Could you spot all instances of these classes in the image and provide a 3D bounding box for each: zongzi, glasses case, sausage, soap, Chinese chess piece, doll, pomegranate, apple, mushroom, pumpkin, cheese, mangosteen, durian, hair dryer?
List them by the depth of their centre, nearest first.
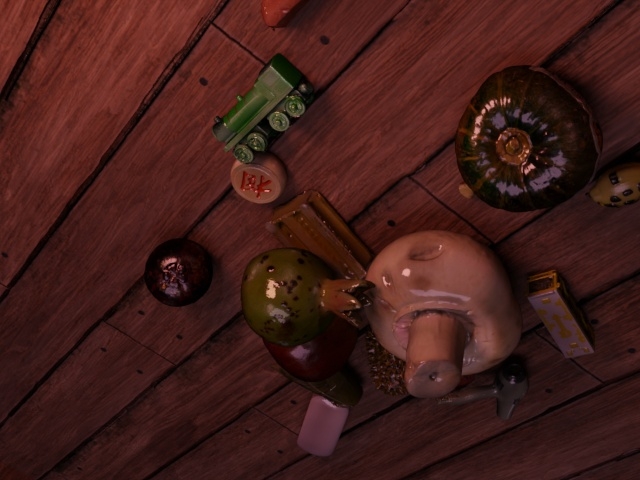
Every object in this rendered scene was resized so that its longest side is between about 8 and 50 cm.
[{"bbox_3d":[-0.048,-0.432,1.435,0.065,0.065,0.169,40,132,-20],"label":"sausage"},{"bbox_3d":[0.364,-0.176,1.462,0.260,0.189,0.260,5,105,20],"label":"pumpkin"},{"bbox_3d":[0.626,-0.133,1.480,0.291,0.086,0.117,-26,160,33],"label":"doll"},{"bbox_3d":[0.306,-0.117,1.637,0.044,0.030,0.083,42,139,7],"label":"cheese"},{"bbox_3d":[0.273,0.151,1.733,0.325,0.353,0.353,-5,139,-20],"label":"mushroom"},{"bbox_3d":[-0.029,0.127,1.743,0.286,0.231,0.231,10,134,8],"label":"pomegranate"},{"bbox_3d":[-0.132,-0.136,1.747,0.122,0.051,0.122,9,134,9],"label":"Chinese chess piece"},{"bbox_3d":[-0.001,0.001,1.817,0.135,0.076,0.233,-25,119,36],"label":"soap"},{"bbox_3d":[-0.020,0.222,1.944,0.234,0.234,0.234,9,134,10],"label":"apple"},{"bbox_3d":[-0.333,0.076,1.954,0.172,0.172,0.184,-1,176,16],"label":"mangosteen"},{"bbox_3d":[0.198,0.284,1.986,0.183,0.138,0.250,8,129,22],"label":"durian"},{"bbox_3d":[0.419,0.397,2.027,0.225,0.088,0.219,-25,139,11],"label":"hair dryer"},{"bbox_3d":[0.323,0.338,2.034,0.076,0.076,0.141,42,131,-21],"label":"sausage"},{"bbox_3d":[-0.007,0.379,2.167,0.204,0.094,0.205,-18,125,36],"label":"zongzi"},{"bbox_3d":[0.008,0.515,2.300,0.113,0.075,0.297,18,134,2],"label":"glasses case"}]

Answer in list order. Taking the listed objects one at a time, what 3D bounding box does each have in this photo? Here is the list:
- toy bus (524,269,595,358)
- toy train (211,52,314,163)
[{"bbox_3d":[0.528,0.164,1.798,0.081,0.074,0.226,-17,126,31],"label":"toy bus"},{"bbox_3d":[-0.118,-0.252,1.616,0.119,0.085,0.251,42,129,-14],"label":"toy train"}]
